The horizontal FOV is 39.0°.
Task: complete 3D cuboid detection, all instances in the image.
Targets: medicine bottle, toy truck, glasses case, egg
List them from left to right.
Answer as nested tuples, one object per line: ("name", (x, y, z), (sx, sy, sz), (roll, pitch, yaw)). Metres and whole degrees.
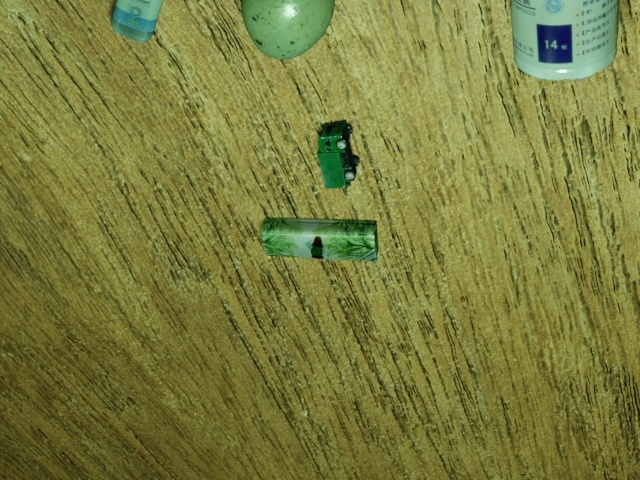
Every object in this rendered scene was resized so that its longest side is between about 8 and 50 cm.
("medicine bottle", (-0.356, -0.497, 1.803), (0.090, 0.053, 0.208), (21, 132, -8))
("egg", (-0.064, -0.439, 1.718), (0.177, 0.177, 0.228), (14, 144, -2))
("glasses case", (0.000, 0.000, 2.173), (0.272, 0.062, 0.095), (1, 131, 10))
("toy truck", (0.039, -0.189, 1.994), (0.079, 0.065, 0.147), (1, 133, 15))
("medicine bottle", (0.427, -0.468, 1.583), (0.190, 0.190, 0.332), (-2, 131, 13))
